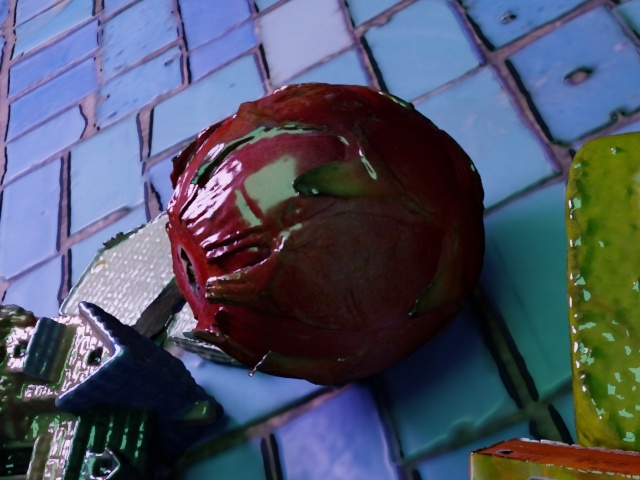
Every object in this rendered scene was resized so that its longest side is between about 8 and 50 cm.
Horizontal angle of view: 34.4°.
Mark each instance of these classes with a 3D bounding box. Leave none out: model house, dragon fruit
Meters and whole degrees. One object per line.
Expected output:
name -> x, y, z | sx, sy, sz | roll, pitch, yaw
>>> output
model house -> -0.181, 0.153, 0.826 | 0.172, 0.166, 0.183 | -5, 60, 27
dragon fruit -> 0.006, -0.008, 0.790 | 0.241, 0.252, 0.241 | -17, 69, 52

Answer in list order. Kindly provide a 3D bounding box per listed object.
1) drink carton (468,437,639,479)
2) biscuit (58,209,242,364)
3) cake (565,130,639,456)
drink carton -> 0.127, 0.216, 0.512 | 0.096, 0.071, 0.223 | -1, 88, 34
biscuit -> -0.130, 0.039, 0.983 | 0.250, 0.046, 0.147 | 5, 56, 38
cake -> 0.243, 0.044, 0.632 | 0.179, 0.156, 0.260 | -1, 54, 14
